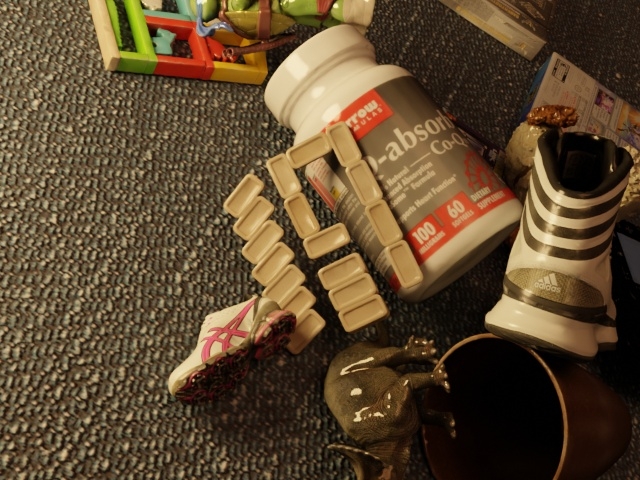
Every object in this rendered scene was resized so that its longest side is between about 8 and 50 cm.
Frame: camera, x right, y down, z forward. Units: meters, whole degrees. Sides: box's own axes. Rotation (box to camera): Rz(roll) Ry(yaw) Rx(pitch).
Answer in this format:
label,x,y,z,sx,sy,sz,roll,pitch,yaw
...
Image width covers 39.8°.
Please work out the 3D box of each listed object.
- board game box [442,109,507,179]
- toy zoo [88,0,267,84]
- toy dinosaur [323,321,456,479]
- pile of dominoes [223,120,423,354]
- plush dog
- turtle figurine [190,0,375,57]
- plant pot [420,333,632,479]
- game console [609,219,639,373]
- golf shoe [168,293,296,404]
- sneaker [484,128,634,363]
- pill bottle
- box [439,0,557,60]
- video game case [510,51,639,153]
label,x,y,z,sx,sy,sz,roll,pitch,yaw
board game box,0.224,-0.115,1.430,0.141,0.048,0.170,34,45,-7
toy zoo,-0.199,-0.325,1.346,0.293,0.030,0.192,0,56,-31
toy dinosaur,0.067,0.176,1.056,0.160,0.121,0.313,-14,44,-1
pile of dominoes,0.000,0.000,1.135,0.196,0.040,0.251,-26,78,4
plush dog,0.356,-0.085,1.380,0.211,0.262,0.225,-7,55,-11
turtle figurine,-0.049,-0.400,1.314,0.266,0.198,0.274,10,54,-4
plant pot,0.284,0.231,1.109,0.230,0.215,0.215,9,51,-40
game console,0.519,0.095,1.422,0.213,0.044,0.361,28,40,-30
golf shoe,-0.115,0.126,1.036,0.086,0.067,0.186,28,40,28
sneaker,0.334,0.000,1.129,0.169,0.257,0.447,18,5,16
pill bottle,0.093,-0.110,1.234,0.210,0.210,0.363,-26,72,-41
box,0.364,-0.488,1.795,0.231,0.056,0.183,31,47,-7
video game case,0.495,-0.204,1.652,0.244,0.061,0.269,34,46,-3
